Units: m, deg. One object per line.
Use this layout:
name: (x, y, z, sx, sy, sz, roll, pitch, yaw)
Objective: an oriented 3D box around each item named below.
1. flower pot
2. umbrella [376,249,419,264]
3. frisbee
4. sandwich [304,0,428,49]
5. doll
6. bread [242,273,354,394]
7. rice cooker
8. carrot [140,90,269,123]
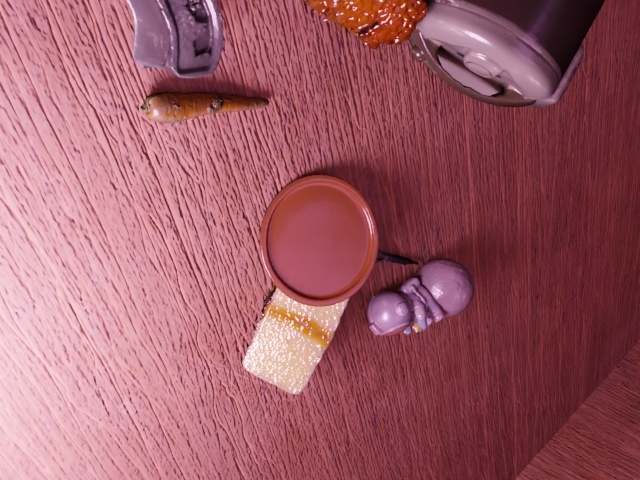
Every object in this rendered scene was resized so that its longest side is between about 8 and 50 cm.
flower pot: (-0.209, -0.337, 1.011, 0.103, 0.108, 0.229, -29, 129, -31)
umbrella: (0.150, 0.044, 1.653, 0.044, 0.044, 0.269, -42, 146, 25)
frisbee: (0.000, 0.000, 1.404, 0.251, 0.021, 0.250, 0, 91, -27)
sandwich: (0.076, -0.448, 1.219, 0.250, 0.162, 0.301, -21, 151, 1)
doll: (0.225, 0.139, 1.719, 0.287, 0.151, 0.151, -22, 126, -29)
bread: (-0.031, 0.165, 1.487, 0.266, 0.142, 0.178, -64, 155, 5)
rice cooker: (0.340, -0.419, 1.375, 0.335, 0.335, 0.325, 29, 89, -50)
carrot: (-0.173, -0.215, 1.172, 0.254, 0.049, 0.049, -15, 122, -46)
